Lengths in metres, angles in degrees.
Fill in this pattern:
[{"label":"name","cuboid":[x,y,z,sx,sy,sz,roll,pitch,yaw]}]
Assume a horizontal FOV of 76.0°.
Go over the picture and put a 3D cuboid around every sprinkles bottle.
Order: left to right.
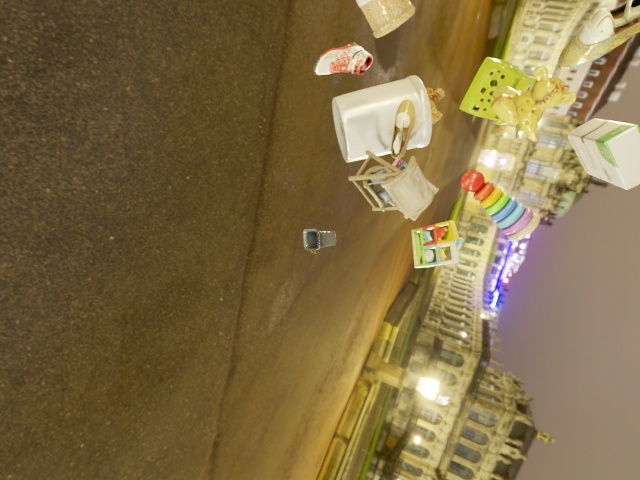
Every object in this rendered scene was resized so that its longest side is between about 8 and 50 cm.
[{"label":"sprinkles bottle","cuboid":[0.098,-0.688,0.997,0.355,0.121,0.121,53,47,-23]}]

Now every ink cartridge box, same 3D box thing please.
[{"label":"ink cartridge box","cuboid":[0.845,-0.260,1.199,0.160,0.093,0.219,54,17,-15]}]

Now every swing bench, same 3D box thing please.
[{"label":"swing bench","cuboid":[0.300,-0.225,1.701,0.253,0.255,0.165,42,75,-45]}]

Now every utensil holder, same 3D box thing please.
[{"label":"utensil holder","cuboid":[0.275,-0.557,1.911,0.327,0.385,0.327,167,-90,-89]}]

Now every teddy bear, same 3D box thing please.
[{"label":"teddy bear","cuboid":[0.544,-0.722,2.205,0.113,0.245,0.338,31,61,-34]}]

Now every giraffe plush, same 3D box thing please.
[{"label":"giraffe plush","cuboid":[0.623,-0.412,1.191,0.170,0.181,0.210,128,-27,-49]}]

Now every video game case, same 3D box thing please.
[{"label":"video game case","cuboid":[0.430,-0.252,2.047,0.204,0.285,0.025,-54,-156,9]}]

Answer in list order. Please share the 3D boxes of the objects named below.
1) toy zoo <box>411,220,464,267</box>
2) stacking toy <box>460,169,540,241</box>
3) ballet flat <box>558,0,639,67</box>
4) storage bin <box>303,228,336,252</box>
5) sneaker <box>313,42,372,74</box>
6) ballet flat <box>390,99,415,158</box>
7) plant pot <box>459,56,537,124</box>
[{"label":"toy zoo","cuboid":[0.543,0.019,1.903,0.030,0.293,0.192,2,80,-32]},{"label":"stacking toy","cuboid":[0.686,-0.153,1.603,0.141,0.330,0.141,-47,-179,1]},{"label":"ballet flat","cuboid":[0.838,-0.616,1.135,0.123,0.348,0.123,26,54,-43]},{"label":"storage bin","cuboid":[0.000,0.000,1.636,0.135,0.091,0.098,179,-93,-65]},{"label":"sneaker","cuboid":[0.108,-0.782,1.815,0.270,0.145,0.090,-34,155,-24]},{"label":"ballet flat","cuboid":[0.322,-0.431,1.612,0.073,0.080,0.232,-41,140,-53]},{"label":"plant pot","cuboid":[0.766,-0.609,1.717,0.228,0.207,0.227,-17,139,-43]}]
